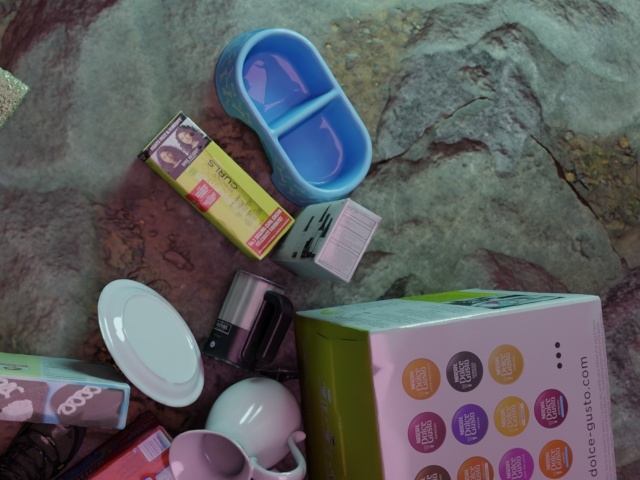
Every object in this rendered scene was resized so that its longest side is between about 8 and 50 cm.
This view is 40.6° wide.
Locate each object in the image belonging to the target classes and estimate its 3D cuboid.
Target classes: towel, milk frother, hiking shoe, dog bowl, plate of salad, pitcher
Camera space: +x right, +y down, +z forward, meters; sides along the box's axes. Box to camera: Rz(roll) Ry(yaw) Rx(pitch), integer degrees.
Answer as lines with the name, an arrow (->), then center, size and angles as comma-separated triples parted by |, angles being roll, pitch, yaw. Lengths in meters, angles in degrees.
towel -> -0.479, -0.183, 1.174 | 0.110, 0.027, 0.148 | 40, 78, -15
milk frother -> -0.081, 0.133, 1.284 | 0.143, 0.129, 0.134 | 34, 76, -60
hiking shoe -> -0.400, 0.315, 1.155 | 0.227, 0.114, 0.086 | -45, 104, -13
dog bowl -> -0.032, -0.187, 1.301 | 0.166, 0.074, 0.297 | -36, 102, -15
plate of salad -> -0.236, 0.143, 1.189 | 0.048, 0.200, 0.200 | -34, 103, 20
pitcher -> -0.082, 0.272, 1.185 | 0.178, 0.207, 0.125 | 12, 105, 17

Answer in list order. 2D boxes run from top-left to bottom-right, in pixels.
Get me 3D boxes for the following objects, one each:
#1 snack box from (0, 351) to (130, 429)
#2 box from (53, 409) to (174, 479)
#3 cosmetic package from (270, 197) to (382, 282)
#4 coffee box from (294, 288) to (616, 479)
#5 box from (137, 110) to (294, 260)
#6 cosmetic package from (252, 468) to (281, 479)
snack box -> -0.418, 0.184, 1.111 | 0.322, 0.187, 0.060 | 9, 88, -18
box -> -0.296, 0.367, 1.186 | 0.257, 0.123, 0.128 | -36, 101, -15
cosmetic package -> 0.000, 0.000, 1.224 | 0.060, 0.239, 0.099 | 32, 80, -14
coffee box -> 0.173, 0.256, 1.231 | 0.334, 0.338, 0.337 | -6, 92, -18
box -> -0.152, -0.076, 1.268 | 0.232, 0.058, 0.087 | 45, 76, -14
cosmetic package -> -0.097, 0.469, 1.150 | 0.224, 0.138, 0.224 | -24, 111, -22
